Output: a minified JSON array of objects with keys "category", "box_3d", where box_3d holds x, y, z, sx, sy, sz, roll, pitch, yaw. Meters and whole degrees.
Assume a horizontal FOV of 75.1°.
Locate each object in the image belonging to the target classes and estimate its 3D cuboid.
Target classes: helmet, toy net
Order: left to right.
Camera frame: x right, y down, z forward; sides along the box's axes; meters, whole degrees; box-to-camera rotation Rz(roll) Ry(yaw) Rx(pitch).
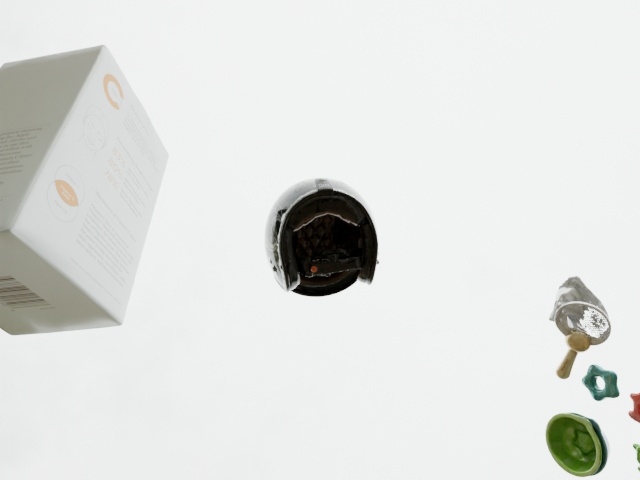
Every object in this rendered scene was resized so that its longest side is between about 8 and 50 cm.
[{"category":"helmet","box_3d":[0.000,0.000,0.570,0.170,0.161,0.169,0,-87,-7]},{"category":"toy net","box_3d":[0.319,0.152,0.489,0.045,0.122,0.232,6,-108,-21]}]

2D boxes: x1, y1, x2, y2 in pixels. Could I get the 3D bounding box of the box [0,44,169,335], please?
[{"category":"box","box_3d":[-0.364,-0.074,0.582,0.168,0.345,0.215,-6,-38,5]}]
